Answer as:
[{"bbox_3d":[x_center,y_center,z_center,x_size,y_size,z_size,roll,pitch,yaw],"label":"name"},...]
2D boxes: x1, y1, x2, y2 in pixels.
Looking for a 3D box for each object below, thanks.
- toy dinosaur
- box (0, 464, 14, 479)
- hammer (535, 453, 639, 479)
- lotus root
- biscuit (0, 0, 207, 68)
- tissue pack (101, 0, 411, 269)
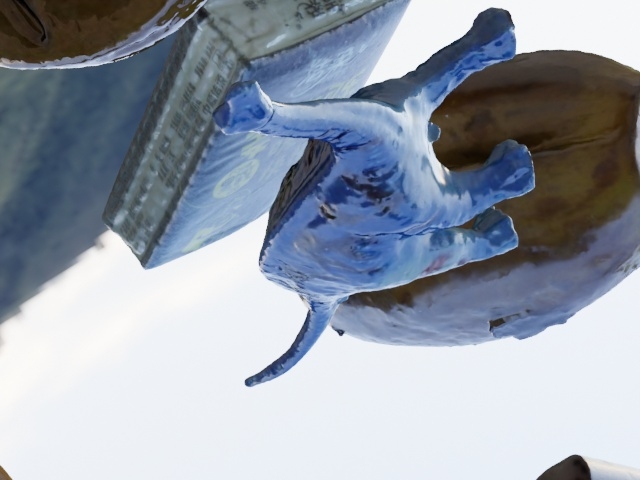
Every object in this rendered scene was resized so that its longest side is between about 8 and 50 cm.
[{"bbox_3d":[0.027,-0.016,0.861,0.144,0.076,0.329,-26,162,-10],"label":"toy dinosaur"},{"bbox_3d":[-0.193,0.273,1.351,0.076,0.174,0.274,-23,-163,-17],"label":"box"},{"bbox_3d":[0.301,0.228,1.652,0.242,0.095,0.409,-32,153,30],"label":"hammer"},{"bbox_3d":[0.107,-0.025,1.271,0.291,0.193,0.193,-11,-159,34],"label":"lotus root"},{"bbox_3d":[-0.139,-0.283,1.160,0.314,0.367,0.063,5,-175,29],"label":"biscuit"},{"bbox_3d":[-0.049,-0.102,1.529,0.185,0.081,0.257,-30,160,-39],"label":"tissue pack"}]
